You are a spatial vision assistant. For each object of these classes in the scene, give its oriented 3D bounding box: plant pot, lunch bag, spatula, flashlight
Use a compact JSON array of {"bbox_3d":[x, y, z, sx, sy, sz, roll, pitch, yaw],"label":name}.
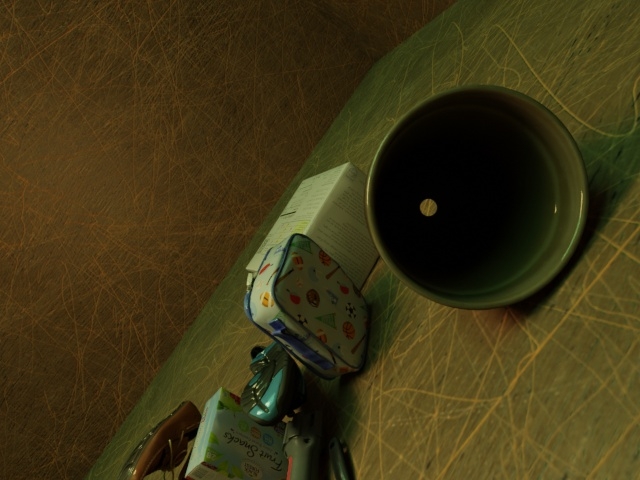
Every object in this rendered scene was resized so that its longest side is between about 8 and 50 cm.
[{"bbox_3d":[0.224,-0.062,0.721,0.323,0.323,0.280,-54,1,0],"label":"plant pot"},{"bbox_3d":[-0.023,0.144,0.887,0.115,0.303,0.243,-30,28,34],"label":"lunch bag"},{"bbox_3d":[0.043,0.430,0.637,0.084,0.030,0.296,-52,18,13],"label":"spatula"},{"bbox_3d":[-0.046,0.456,0.720,0.103,0.103,0.304,-5,26,5],"label":"flashlight"}]

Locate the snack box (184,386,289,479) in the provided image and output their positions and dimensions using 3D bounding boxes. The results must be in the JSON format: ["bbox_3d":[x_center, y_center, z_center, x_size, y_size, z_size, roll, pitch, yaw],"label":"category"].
[{"bbox_3d":[-0.150,0.428,0.838,0.070,0.207,0.174,-48,18,20],"label":"snack box"}]

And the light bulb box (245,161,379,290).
[{"bbox_3d":[0.000,0.000,1.222,0.360,0.225,0.358,-59,19,-13],"label":"light bulb box"}]

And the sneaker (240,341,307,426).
[{"bbox_3d":[-0.077,0.315,0.884,0.125,0.139,0.341,-40,2,-2],"label":"sneaker"}]

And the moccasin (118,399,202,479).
[{"bbox_3d":[-0.453,0.621,1.227,0.139,0.147,0.380,-49,-5,1],"label":"moccasin"}]

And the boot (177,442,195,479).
[{"bbox_3d":[-0.384,0.666,1.243,0.085,0.059,0.157,-36,26,56],"label":"boot"}]

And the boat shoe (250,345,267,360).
[{"bbox_3d":[-0.157,0.354,1.208,0.080,0.076,0.228,-57,18,-9],"label":"boat shoe"}]
